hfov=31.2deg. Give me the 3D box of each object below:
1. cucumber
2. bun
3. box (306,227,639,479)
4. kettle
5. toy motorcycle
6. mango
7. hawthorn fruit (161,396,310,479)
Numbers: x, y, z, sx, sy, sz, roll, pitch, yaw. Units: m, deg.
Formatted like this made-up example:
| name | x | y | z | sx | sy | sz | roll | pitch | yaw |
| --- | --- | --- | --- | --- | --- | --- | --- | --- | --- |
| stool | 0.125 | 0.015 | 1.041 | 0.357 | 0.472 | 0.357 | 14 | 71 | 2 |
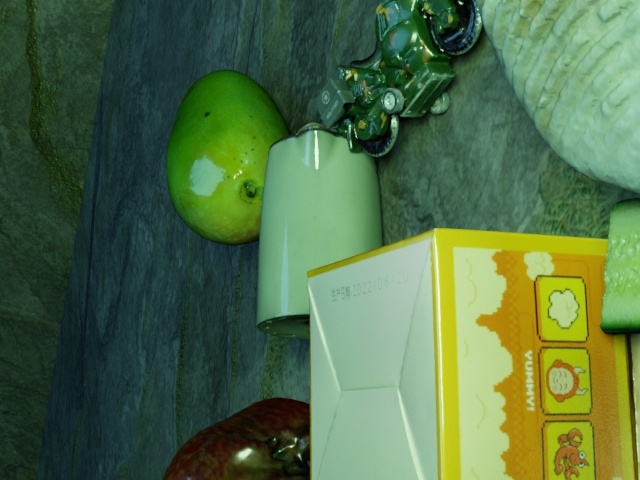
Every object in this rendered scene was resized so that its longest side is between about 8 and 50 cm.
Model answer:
| name | x | y | z | sx | sy | sz | roll | pitch | yaw |
| --- | --- | --- | --- | --- | --- | --- | --- | --- | --- |
| cucumber | 0.284 | 0.023 | 0.937 | 0.115 | 0.062 | 0.116 | -12 | 68 | 64 |
| bun | 0.243 | -0.216 | 0.844 | 0.362 | 0.211 | 0.362 | 163 | 90 | -73 |
| box | 0.133 | 0.140 | 1.077 | 0.283 | 0.214 | 0.259 | 158 | 112 | -66 |
| kettle | 0.000 | 0.000 | 1.509 | 0.240 | 0.165 | 0.255 | 73 | -165 | -73 |
| toy motorcycle | 0.087 | -0.232 | 1.369 | 0.275 | 0.125 | 0.187 | -53 | 53 | 41 |
| mango | -0.148 | -0.137 | 1.813 | 0.382 | 0.201 | 0.225 | -113 | 26 | -53 |
| hawthorn fruit | -0.050 | 0.382 | 1.427 | 0.285 | 0.284 | 0.369 | -122 | 20 | -55 |
